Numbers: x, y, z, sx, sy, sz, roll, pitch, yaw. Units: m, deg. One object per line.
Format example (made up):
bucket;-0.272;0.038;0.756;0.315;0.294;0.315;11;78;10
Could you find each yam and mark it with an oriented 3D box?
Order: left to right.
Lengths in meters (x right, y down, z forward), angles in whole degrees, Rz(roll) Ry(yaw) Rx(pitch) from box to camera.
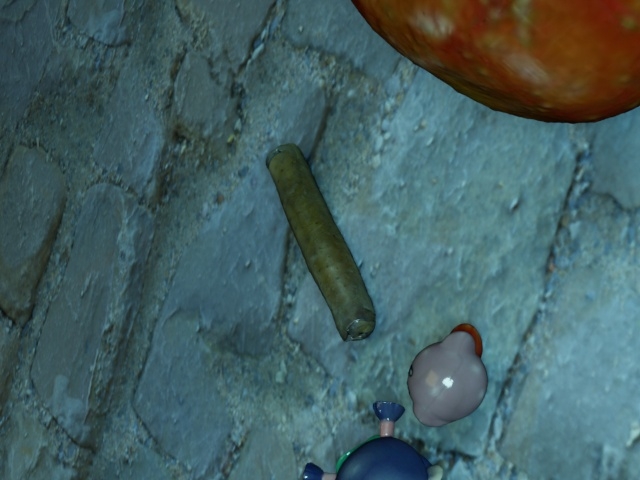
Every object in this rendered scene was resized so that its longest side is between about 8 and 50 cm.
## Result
yam;0.000;0.000;1.298;0.046;0.046;0.264;-54;41;30

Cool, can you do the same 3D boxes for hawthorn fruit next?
hawthorn fruit;0.133;-0.220;0.936;0.287;0.330;0.287;5;96;57

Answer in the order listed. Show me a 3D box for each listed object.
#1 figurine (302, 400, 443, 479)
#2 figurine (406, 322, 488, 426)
figurine;0.076;0.222;1.073;0.111;0.102;0.195;-42;31;-8
figurine;0.108;0.115;1.087;0.067;0.071;0.083;24;112;13
